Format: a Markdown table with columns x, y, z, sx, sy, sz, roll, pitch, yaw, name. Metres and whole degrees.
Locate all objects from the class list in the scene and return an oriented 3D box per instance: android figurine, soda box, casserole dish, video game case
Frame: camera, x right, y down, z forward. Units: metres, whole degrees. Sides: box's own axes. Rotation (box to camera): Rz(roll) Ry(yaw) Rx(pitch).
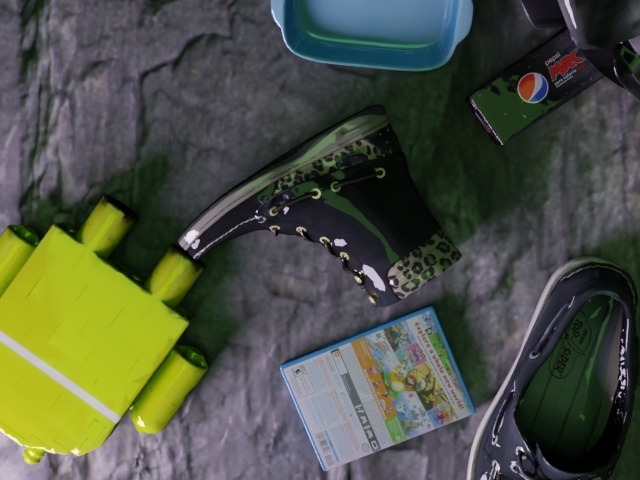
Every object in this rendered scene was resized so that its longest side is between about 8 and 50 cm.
| x | y | z | sx | sy | sz | roll | pitch | yaw | name |
| --- | --- | --- | --- | --- | --- | --- | --- | --- | --- |
| -0.242 | 0.098 | 0.989 | 0.248 | 0.056 | 0.272 | 34 | 95 | -1 | android figurine |
| 0.223 | -0.161 | 0.940 | 0.169 | 0.053 | 0.060 | -34 | 93 | 5 | soda box |
| 0.049 | -0.223 | 0.935 | 0.189 | 0.037 | 0.114 | 6 | 122 | 3 | casserole dish |
| 0.058 | 0.149 | 1.000 | 0.166 | 0.015 | 0.119 | -22 | 94 | 5 | video game case |

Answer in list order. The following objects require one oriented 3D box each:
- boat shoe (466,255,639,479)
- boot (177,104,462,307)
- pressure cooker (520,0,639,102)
| x | y | z | sx | sy | sz | roll | pitch | yaw | name |
| --- | --- | --- | --- | --- | --- | --- | --- | --- | --- |
| 0.229 | 0.185 | 0.945 | 0.127 | 0.113 | 0.340 | 21 | 97 | 0 | boat shoe |
| 0.001 | 0.000 | 0.953 | 0.236 | 0.085 | 0.178 | -32 | 96 | 4 | boot |
| 0.356 | -0.275 | 0.728 | 0.370 | 0.420 | 0.375 | 12 | 88 | -38 | pressure cooker |
